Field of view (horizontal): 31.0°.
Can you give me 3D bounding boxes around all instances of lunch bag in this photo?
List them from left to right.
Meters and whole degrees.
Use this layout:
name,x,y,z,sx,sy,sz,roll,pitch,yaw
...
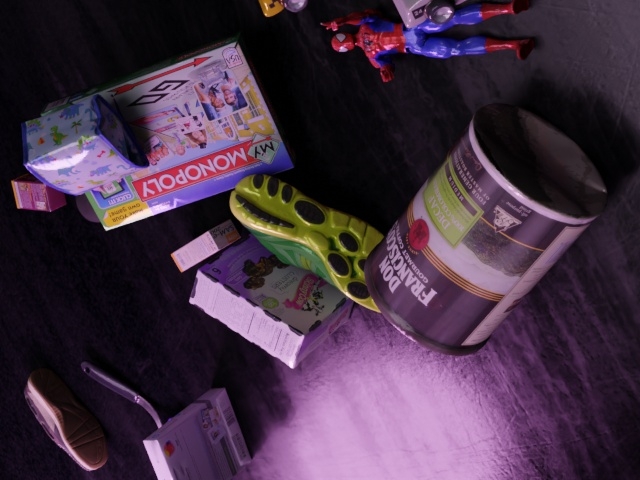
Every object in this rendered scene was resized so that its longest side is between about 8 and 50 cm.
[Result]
name,x,y,z,sx,sy,sz,roll,pitch,yaw
lunch bag,-0.334,-0.126,1.653,0.128,0.151,0.096,-19,57,13

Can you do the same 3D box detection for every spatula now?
name,x,y,z,sx,sy,sz,roll,pitch,yaw
spatula,-0.320,0.304,2.098,0.296,0.030,0.084,34,127,16

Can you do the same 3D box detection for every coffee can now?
name,x,y,z,sx,sy,sz,roll,pitch,yaw
coffee can,0.210,-0.012,1.506,0.201,0.201,0.275,42,127,10

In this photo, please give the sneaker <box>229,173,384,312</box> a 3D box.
name,x,y,z,sx,sy,sz,roll,pitch,yaw
sneaker,0.000,0.000,1.722,0.295,0.109,0.123,35,171,1

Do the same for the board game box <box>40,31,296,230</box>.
name,x,y,z,sx,sy,sz,roll,pitch,yaw
board game box,-0.222,-0.156,1.709,0.317,0.046,0.213,-18,117,13

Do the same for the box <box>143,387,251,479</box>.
name,x,y,z,sx,sy,sz,roll,pitch,yaw
box,-0.204,0.355,1.947,0.038,0.186,0.145,-10,106,36

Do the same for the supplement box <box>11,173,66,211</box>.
name,x,y,z,sx,sy,sz,roll,pitch,yaw
supplement box,-0.494,-0.085,2.027,0.083,0.043,0.055,7,114,31

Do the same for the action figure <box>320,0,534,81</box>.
name,x,y,z,sx,sy,sz,roll,pitch,yaw
action figure,0.118,-0.259,1.500,0.280,0.139,0.091,2,112,35

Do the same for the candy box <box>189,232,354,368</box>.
name,x,y,z,sx,sy,sz,roll,pitch,yaw
candy box,-0.068,0.084,1.751,0.196,0.165,0.070,30,126,18

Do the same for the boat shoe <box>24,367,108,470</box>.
name,x,y,z,sx,sy,sz,roll,pitch,yaw
boat shoe,-0.487,0.347,2.201,0.223,0.080,0.073,52,134,9

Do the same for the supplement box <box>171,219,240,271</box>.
name,x,y,z,sx,sy,sz,roll,pitch,yaw
supplement box,-0.185,0.008,1.858,0.098,0.062,0.036,-29,92,37

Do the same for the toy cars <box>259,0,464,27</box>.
name,x,y,z,sx,sy,sz,roll,pitch,yaw
toy cars,0.076,-0.362,1.447,0.393,0.176,0.087,10,156,29

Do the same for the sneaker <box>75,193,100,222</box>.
name,x,y,z,sx,sy,sz,roll,pitch,yaw
sneaker,-0.344,-0.140,1.845,0.122,0.146,0.330,42,128,9
